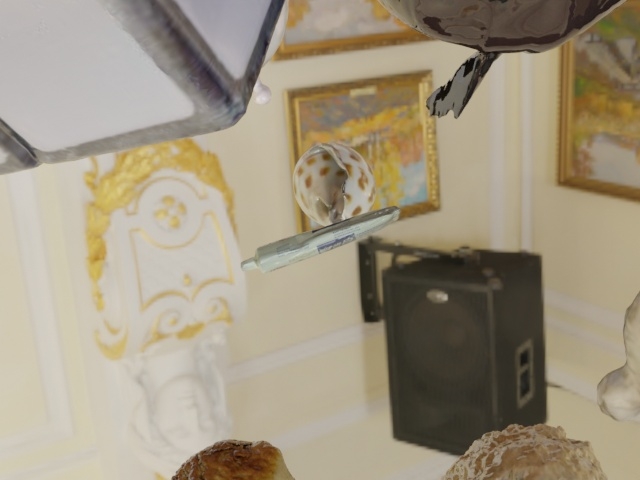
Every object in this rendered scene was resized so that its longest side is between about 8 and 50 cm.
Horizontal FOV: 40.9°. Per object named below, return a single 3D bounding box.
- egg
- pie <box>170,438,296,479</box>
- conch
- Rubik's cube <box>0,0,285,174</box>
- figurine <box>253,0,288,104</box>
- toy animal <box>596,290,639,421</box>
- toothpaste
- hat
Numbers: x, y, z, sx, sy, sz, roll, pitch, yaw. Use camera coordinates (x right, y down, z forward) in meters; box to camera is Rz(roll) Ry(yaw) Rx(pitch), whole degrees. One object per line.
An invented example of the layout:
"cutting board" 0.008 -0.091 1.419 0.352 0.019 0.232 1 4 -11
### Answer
"egg" 0.240 0.374 1.005 0.279 0.310 0.279 13 -164 -4
"pie" -0.111 0.305 0.970 0.163 0.079 0.193 -2 -142 30
"conch" 0.030 -0.121 1.751 0.148 0.183 0.275 9 -143 -36
"Rubik's cube" -0.205 -0.250 0.507 0.313 0.316 0.318 -6 -130 31
"figurine" -0.154 -0.373 1.158 0.253 0.361 0.211 -22 -136 -37
"toy animal" 0.428 0.074 0.783 0.344 0.194 0.303 -16 160 -12
"toothpaste" 0.000 0.000 1.185 0.233 0.038 0.060 -19 164 1
"hat" 0.182 -0.219 0.627 0.336 0.209 0.238 -4 -127 29
